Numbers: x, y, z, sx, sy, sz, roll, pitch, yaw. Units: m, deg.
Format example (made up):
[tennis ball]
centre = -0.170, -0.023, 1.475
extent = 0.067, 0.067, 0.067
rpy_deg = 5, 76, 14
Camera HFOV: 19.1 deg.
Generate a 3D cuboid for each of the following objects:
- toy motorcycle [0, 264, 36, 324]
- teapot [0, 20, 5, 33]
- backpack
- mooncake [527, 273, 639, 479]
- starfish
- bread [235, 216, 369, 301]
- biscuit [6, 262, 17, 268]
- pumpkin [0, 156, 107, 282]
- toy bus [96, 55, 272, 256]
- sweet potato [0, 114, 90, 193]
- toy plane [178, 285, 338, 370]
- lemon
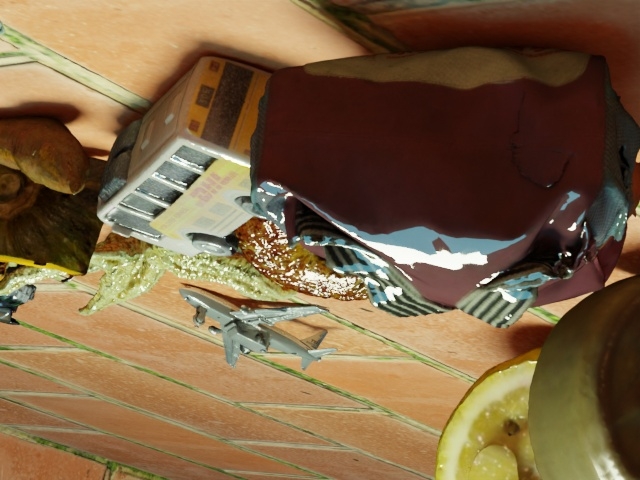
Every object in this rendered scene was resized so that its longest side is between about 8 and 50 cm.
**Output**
[toy motorcycle]
centre = -0.430, 0.044, 2.355
extent = 0.159, 0.106, 0.270
rpy_deg = 17, 176, -8
[teapot]
centre = -0.330, -0.151, 1.493
extent = 0.159, 0.159, 0.232
rpy_deg = 20, 176, -30
[backpack]
centre = 0.108, -0.029, 1.466
extent = 0.283, 0.197, 0.317
rpy_deg = 6, 166, 15
[mooncake]
centre = 0.353, 0.168, 1.861
extent = 0.284, 0.284, 0.155
rpy_deg = 15, 167, -15
[starfish]
centre = -0.207, 0.023, 2.111
extent = 0.358, 0.078, 0.347
rpy_deg = -2, 171, 4
[bread]
centre = 0.000, 0.000, 1.856
extent = 0.193, 0.064, 0.193
rpy_deg = 14, 149, 8
[biscuit]
centre = -0.452, 0.011, 2.118
extent = 0.187, 0.036, 0.273
rpy_deg = 32, -155, 7
[pumpkin]
centre = -0.334, -0.019, 1.965
extent = 0.280, 0.139, 0.190
rpy_deg = 11, 163, 11
[toy bus]
centre = -0.104, -0.065, 1.692
extent = 0.138, 0.097, 0.342
rpy_deg = 18, 164, -16
[sweet potato]
centre = -0.279, -0.092, 1.816
extent = 0.226, 0.068, 0.068
rpy_deg = 23, 177, 44
[toy plane]
centre = -0.085, 0.112, 2.436
extent = 0.226, 0.058, 0.226
rpy_deg = 19, 148, -29
[lemon]
centre = 0.322, 0.295, 2.302
extent = 0.364, 0.364, 0.364
rpy_deg = 11, 166, 3
